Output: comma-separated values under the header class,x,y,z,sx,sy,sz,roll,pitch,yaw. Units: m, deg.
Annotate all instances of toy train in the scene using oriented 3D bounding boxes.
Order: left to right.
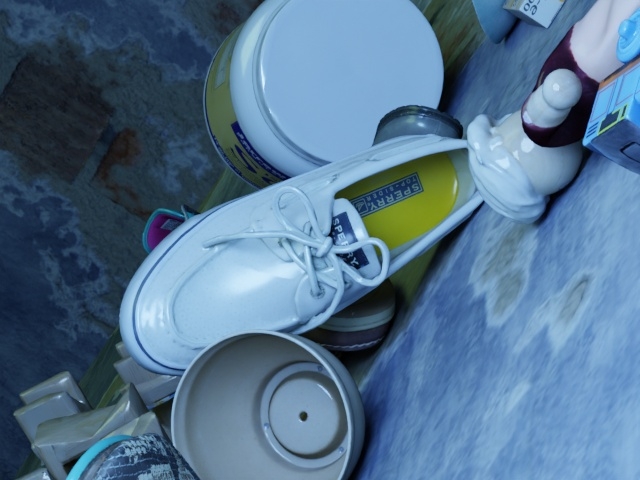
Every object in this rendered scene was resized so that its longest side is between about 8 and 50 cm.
class,x,y,z,sx,sy,sz,roll,pitch,yaw
toy train,0.239,-0.109,1.200,0.184,0.080,0.105,-36,33,63

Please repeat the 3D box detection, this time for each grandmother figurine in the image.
class,x,y,z,sx,sy,sz,roll,pitch,yaw
grandmother figurine,0.211,-0.133,1.395,0.208,0.104,0.342,-28,-19,-44

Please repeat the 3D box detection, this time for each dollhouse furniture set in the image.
class,x,y,z,sx,sy,sz,roll,pitch,yaw
dollhouse furniture set,-0.284,0.335,2.157,0.394,0.256,0.362,-26,17,5

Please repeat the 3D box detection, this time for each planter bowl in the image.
class,x,y,z,sx,sy,sz,roll,pitch,yaw
planter bowl,-0.029,0.151,1.603,0.162,0.162,0.109,-56,-17,15

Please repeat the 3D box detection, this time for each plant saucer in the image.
class,x,y,z,sx,sy,sz,roll,pitch,yaw
plant saucer,0.188,-0.305,2.005,0.037,0.195,0.195,-8,31,18

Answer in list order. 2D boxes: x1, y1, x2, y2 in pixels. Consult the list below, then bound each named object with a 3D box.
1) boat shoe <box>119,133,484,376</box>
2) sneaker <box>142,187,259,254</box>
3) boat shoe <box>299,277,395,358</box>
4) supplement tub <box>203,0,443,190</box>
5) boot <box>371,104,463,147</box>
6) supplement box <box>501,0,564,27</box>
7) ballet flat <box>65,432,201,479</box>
class,x,y,z,sx,sy,sz,roll,pitch,yaw
boat shoe,0.005,0.007,1.652,0.367,0.136,0.156,-25,7,-25
sneaker,-0.138,-0.008,2.506,0.124,0.178,0.295,-55,17,39
boat shoe,-0.018,0.091,1.882,0.342,0.123,0.123,7,105,65
supplement tub,0.002,-0.174,2.201,0.241,0.241,0.331,-59,8,-8
boot,0.064,-0.023,1.950,0.246,0.083,0.161,135,152,-57
supplement box,0.219,-0.249,1.915,0.062,0.036,0.098,-58,9,4
ballet flat,-0.134,0.273,1.571,0.164,0.182,0.483,-60,-1,-20
